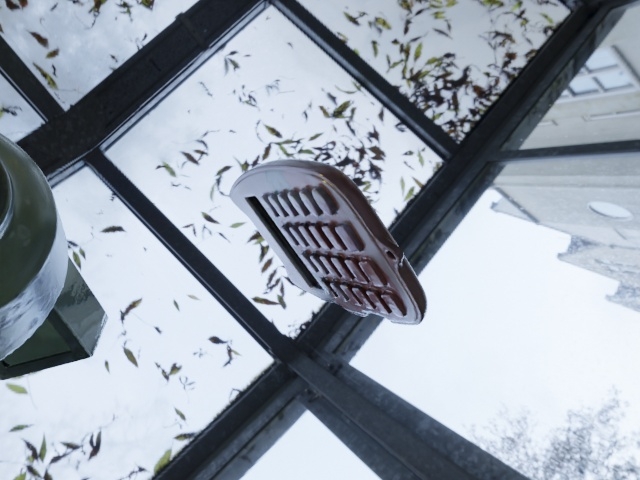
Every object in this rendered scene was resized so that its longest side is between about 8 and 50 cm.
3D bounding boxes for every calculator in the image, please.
[{"bbox_3d":[0.000,0.000,0.538,0.048,0.329,0.220,-40,-71,-18],"label":"calculator"}]

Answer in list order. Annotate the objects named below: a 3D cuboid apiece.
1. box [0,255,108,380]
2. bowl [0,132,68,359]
[{"bbox_3d":[-0.384,0.057,0.573,0.129,0.086,0.225,-15,-58,2],"label":"box"},{"bbox_3d":[-0.281,-0.010,0.317,0.211,0.112,0.212,18,-124,-29],"label":"bowl"}]
